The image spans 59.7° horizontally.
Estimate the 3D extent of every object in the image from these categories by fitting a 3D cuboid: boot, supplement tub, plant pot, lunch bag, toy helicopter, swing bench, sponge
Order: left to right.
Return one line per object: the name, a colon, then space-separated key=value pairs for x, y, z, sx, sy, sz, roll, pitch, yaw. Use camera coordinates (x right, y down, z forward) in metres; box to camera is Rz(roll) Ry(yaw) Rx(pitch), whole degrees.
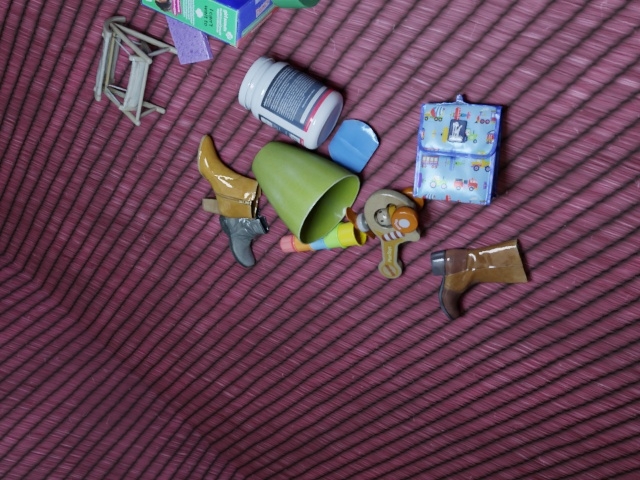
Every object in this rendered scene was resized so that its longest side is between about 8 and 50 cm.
swing bench: x=-0.646 y=-0.573 z=1.881 sx=0.255 sy=0.165 sz=0.253 roll=31 pitch=127 yaw=7
sponge: x=-0.429 y=-0.681 z=1.795 sx=0.117 sy=0.031 sz=0.210 roll=-1 pitch=116 yaw=26
boot: x=-0.315 y=-0.223 z=1.967 sx=0.211 sy=0.104 sz=0.295 roll=5 pitch=110 yaw=15
boot: x=-0.263 y=-0.015 z=2.077 sx=0.161 sy=0.083 sz=0.246 roll=-13 pitch=113 yaw=25
supplement tub: x=-0.087 y=-0.416 z=1.683 sx=0.272 sy=0.191 sz=0.191 roll=31 pitch=127 yaw=6
plant pot: x=-0.072 y=-0.183 z=1.796 sx=0.293 sy=0.275 sz=0.274 roll=41 pitch=129 yaw=20
toy helicopter: x=0.209 y=-0.014 z=1.817 sx=0.235 sy=0.140 sz=0.355 roll=7 pitch=132 yaw=16
lunch bag: x=0.396 y=-0.266 z=1.597 sx=0.221 sy=0.138 sz=0.293 roll=8 pitch=109 yaw=23
boot: x=0.518 y=0.130 z=1.795 sx=0.281 sy=0.096 sz=0.264 roll=-8 pitch=106 yaw=22

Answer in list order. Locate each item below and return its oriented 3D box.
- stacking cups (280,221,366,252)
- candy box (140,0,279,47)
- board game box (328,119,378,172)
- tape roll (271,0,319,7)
stacking cups: x=0.000 y=0.000 z=1.943 sx=0.316 sy=0.096 sz=0.096 roll=-12 pitch=112 yaw=31
candy box: x=-0.294 y=-0.708 z=1.560 sx=0.317 sy=0.268 sz=0.122 roll=26 pitch=144 yaw=11
board game box: x=0.106 y=-0.300 z=1.759 sx=0.133 sy=0.033 sz=0.168 roll=39 pitch=122 yaw=7
tape roll: x=-0.065 y=-0.752 z=1.394 sx=0.077 sy=0.321 sz=0.321 roll=7 pitch=121 yaw=21
